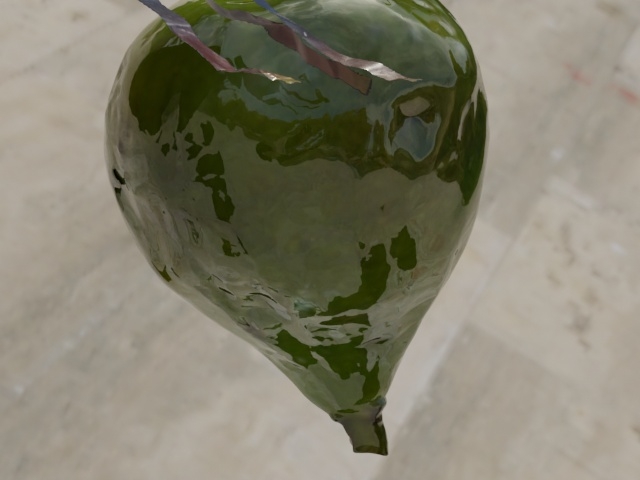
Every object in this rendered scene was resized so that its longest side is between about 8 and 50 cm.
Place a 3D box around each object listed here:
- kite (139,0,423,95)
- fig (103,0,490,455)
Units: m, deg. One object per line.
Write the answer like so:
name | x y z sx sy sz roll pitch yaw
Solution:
kite | -0.122 -0.161 0.730 0.360 0.022 0.204 39 17 20
fig | -0.024 -0.016 1.047 0.233 0.314 0.233 13 19 -5
